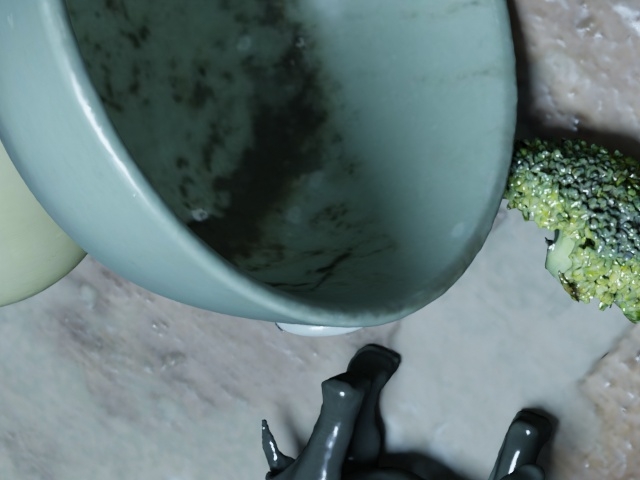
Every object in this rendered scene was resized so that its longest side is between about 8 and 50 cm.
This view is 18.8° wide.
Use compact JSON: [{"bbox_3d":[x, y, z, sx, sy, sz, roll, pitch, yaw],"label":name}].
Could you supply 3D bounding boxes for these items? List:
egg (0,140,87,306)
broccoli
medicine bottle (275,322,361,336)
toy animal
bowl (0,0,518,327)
[{"bbox_3d":[-0.197,-0.081,0.968,0.186,0.186,0.241,-27,90,28],"label":"egg"},{"bbox_3d":[0.130,-0.004,0.935,0.097,0.095,0.092,8,142,-20],"label":"broccoli"},{"bbox_3d":[0.000,0.000,0.995,0.057,0.057,0.089,3,113,21],"label":"medicine bottle"},{"bbox_3d":[0.076,0.158,1.012,0.245,0.114,0.146,29,114,33],"label":"toy animal"},{"bbox_3d":[-0.054,-0.090,0.874,0.146,0.289,0.289,-16,105,43],"label":"bowl"}]
